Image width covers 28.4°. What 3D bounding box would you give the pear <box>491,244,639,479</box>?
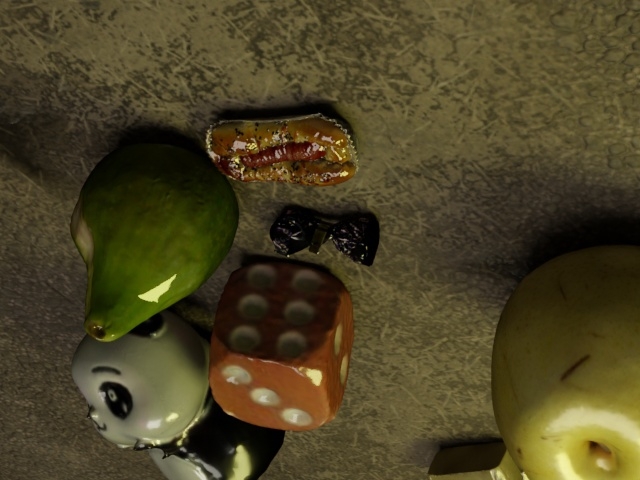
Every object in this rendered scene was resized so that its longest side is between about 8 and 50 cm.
[{"bbox_3d":[0.346,0.159,1.506,0.309,0.309,0.309,10,143,8],"label":"pear"}]

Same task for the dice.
[{"bbox_3d":[-0.049,0.143,1.730,0.174,0.175,0.179,10,139,9],"label":"dice"}]

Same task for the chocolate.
[{"bbox_3d":[0.000,-0.003,1.615,0.147,0.070,0.072,2,113,18],"label":"chocolate"}]

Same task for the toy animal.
[{"bbox_3d":[-0.221,0.229,1.876,0.251,0.251,0.310,-23,118,41],"label":"toy animal"}]

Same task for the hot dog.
[{"bbox_3d":[-0.044,-0.106,1.502,0.191,0.059,0.108,0,136,24],"label":"hot dog"}]

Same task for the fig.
[{"bbox_3d":[-0.217,0.020,1.547,0.206,0.275,0.206,9,143,7],"label":"fig"}]

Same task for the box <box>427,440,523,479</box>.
[{"bbox_3d":[0.250,0.378,1.983,0.177,0.111,0.111,-12,135,33],"label":"box"}]
